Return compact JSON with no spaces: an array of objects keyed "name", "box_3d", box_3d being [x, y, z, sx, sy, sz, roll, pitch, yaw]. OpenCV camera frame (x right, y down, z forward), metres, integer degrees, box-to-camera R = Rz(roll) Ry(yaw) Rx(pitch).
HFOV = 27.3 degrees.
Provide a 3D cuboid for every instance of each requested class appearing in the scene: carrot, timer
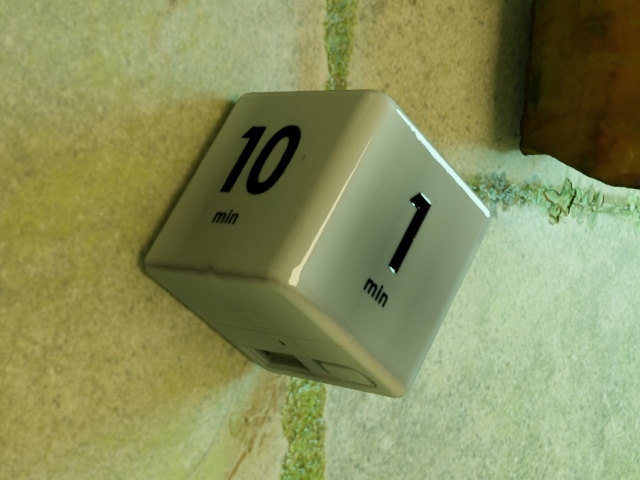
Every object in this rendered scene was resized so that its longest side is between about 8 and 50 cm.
[{"name":"carrot","box_3d":[0.342,-0.220,1.422,0.241,0.241,0.341,8,90,-43]},{"name":"timer","box_3d":[0.000,0.000,1.150,0.194,0.192,0.195,43,65,-37]}]
